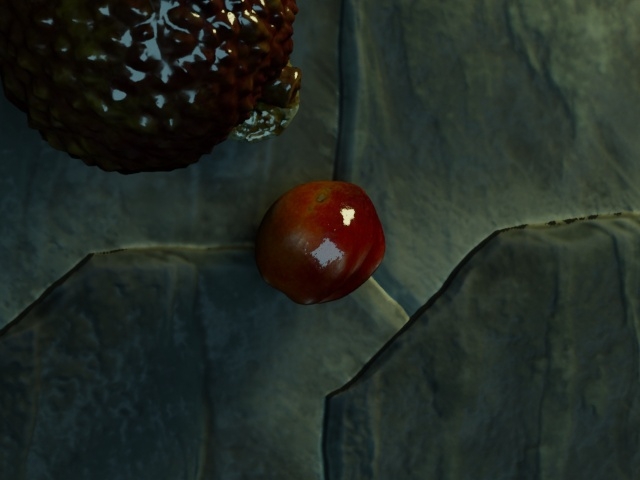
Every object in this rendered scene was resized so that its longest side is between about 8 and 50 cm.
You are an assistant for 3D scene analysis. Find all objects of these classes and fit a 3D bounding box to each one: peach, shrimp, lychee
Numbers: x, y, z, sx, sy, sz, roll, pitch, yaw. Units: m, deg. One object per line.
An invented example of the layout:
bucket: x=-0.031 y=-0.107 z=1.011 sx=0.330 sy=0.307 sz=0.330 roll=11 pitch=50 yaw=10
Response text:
peach: x=0.000 y=-0.001 z=1.462 sx=0.101 sy=0.101 sz=0.100 roll=-6 pitch=108 yaw=-18
shrimp: x=-0.069 y=-0.149 z=1.423 sx=0.091 sy=0.034 sz=0.161 roll=-18 pitch=112 yaw=-13
lychee: x=-0.136 y=-0.166 z=1.289 sx=0.271 sy=0.236 sz=0.236 roll=34 pitch=93 yaw=-3
